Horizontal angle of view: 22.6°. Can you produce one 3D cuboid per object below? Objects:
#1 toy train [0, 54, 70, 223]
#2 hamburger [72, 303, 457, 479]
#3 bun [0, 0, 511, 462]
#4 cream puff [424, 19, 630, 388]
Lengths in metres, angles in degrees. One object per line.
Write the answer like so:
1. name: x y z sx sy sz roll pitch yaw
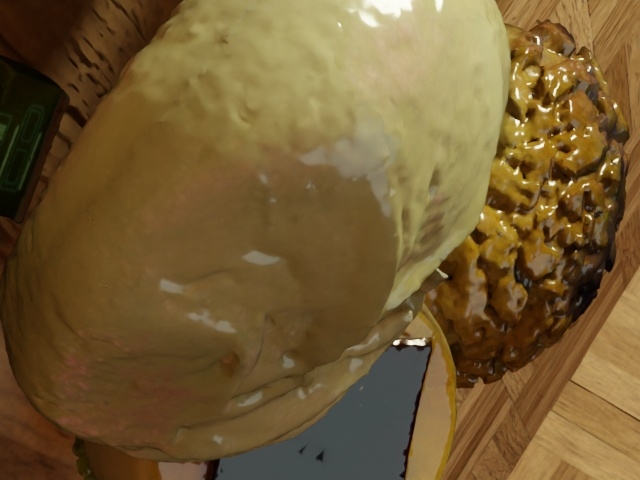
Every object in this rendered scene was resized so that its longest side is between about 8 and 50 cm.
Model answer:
1. toy train: -0.223 -0.043 0.777 0.137 0.090 0.225 -68 160 2
2. hamburger: -0.045 0.119 1.197 0.300 0.176 0.300 -8 111 -22
3. bun: -0.025 -0.020 0.930 0.361 0.213 0.361 -52 -179 1
4. cream puff: 0.145 -0.028 1.394 0.343 0.231 0.327 -44 145 -57
